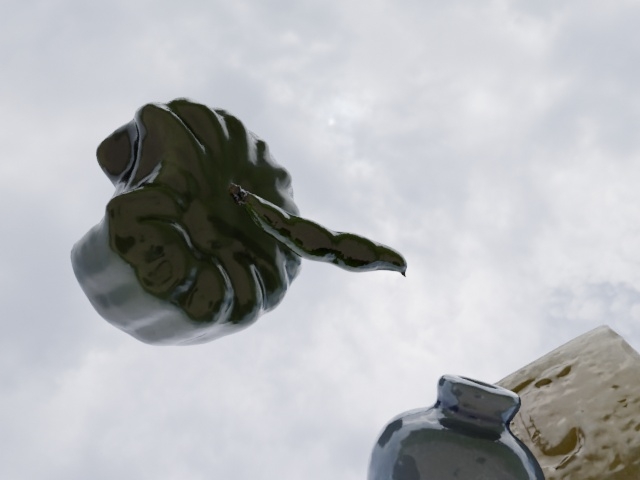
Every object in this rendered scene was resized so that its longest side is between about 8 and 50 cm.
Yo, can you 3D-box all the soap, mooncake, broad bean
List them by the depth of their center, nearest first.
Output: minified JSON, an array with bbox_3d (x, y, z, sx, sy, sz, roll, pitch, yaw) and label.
[{"bbox_3d":[0.246,0.270,0.737,0.335,0.293,0.156,-32,-80,10],"label":"soap"},{"bbox_3d":[0.000,0.001,0.929,0.298,0.043,0.060,21,-98,-27],"label":"broad bean"},{"bbox_3d":[-0.175,-0.020,0.976,0.351,0.187,0.351,28,-129,-41],"label":"mooncake"}]

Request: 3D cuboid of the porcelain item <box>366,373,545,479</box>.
[{"bbox_3d":[0.091,0.235,0.527,0.142,0.141,0.258,16,-95,2],"label":"porcelain item"}]
